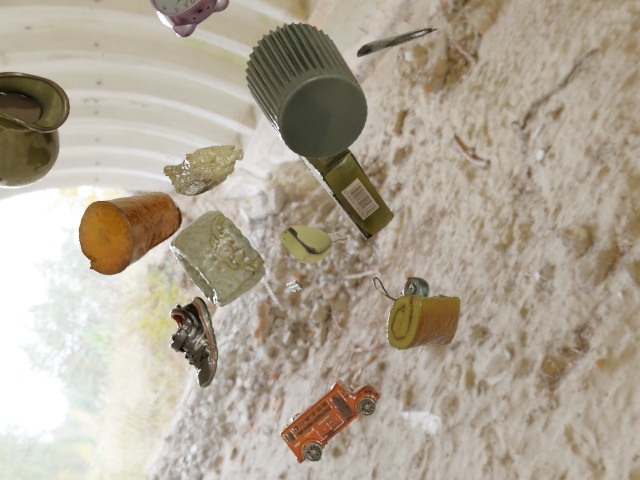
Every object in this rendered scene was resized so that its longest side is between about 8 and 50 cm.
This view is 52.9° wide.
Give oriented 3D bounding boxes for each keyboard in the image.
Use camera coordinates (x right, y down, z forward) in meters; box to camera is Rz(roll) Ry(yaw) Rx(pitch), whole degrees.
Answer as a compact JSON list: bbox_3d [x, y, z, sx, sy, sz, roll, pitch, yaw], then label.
[{"bbox_3d":[-0.111,0.198,2.794,0.015,0.049,0.129,-44,5,-22],"label":"keyboard"}]

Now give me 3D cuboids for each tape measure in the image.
[{"bbox_3d":[0.276,0.161,2.191,0.107,0.179,0.104,-60,21,29],"label":"tape measure"}]

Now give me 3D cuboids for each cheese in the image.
[{"bbox_3d":[0.000,0.000,1.804,0.251,0.127,0.054,-10,-40,-54],"label":"cheese"}]

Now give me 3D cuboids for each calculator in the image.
[{"bbox_3d":[0.249,-0.649,2.092,0.177,0.267,0.040,-68,-35,-69],"label":"calculator"}]

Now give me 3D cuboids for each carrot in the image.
[{"bbox_3d":[-0.481,-0.029,1.692,0.196,0.196,0.254,-60,-16,25],"label":"carrot"}]

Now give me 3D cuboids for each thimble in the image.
[{"bbox_3d":[-0.325,0.065,2.059,0.195,0.292,0.291,-40,2,-17],"label":"thimble"}]

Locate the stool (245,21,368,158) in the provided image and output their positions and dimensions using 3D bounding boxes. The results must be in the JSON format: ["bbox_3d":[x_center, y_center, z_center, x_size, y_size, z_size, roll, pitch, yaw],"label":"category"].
[{"bbox_3d":[-0.034,-0.412,1.805,0.297,0.297,0.330,-60,33,26],"label":"stool"}]

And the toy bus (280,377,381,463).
[{"bbox_3d":[0.037,0.551,2.039,0.329,0.153,0.143,-40,-7,3],"label":"toy bus"}]

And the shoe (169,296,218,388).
[{"bbox_3d":[-0.406,0.323,2.033,0.114,0.137,0.291,-43,59,56],"label":"shoe"}]

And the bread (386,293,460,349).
[{"bbox_3d":[0.236,0.182,1.473,0.103,0.172,0.132,19,101,42],"label":"bread"}]

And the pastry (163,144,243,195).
[{"bbox_3d":[-0.281,-0.157,1.473,0.258,0.121,0.089,-16,73,59],"label":"pastry"}]

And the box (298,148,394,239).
[{"bbox_3d":[0.047,-0.249,2.262,0.138,0.373,0.420,-38,45,3],"label":"box"}]

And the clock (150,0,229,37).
[{"bbox_3d":[-0.264,-0.492,1.299,0.152,0.110,0.050,-37,-8,1],"label":"clock"}]

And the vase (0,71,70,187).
[{"bbox_3d":[-0.807,-0.314,1.613,0.241,0.329,0.302,-52,4,-41],"label":"vase"}]
